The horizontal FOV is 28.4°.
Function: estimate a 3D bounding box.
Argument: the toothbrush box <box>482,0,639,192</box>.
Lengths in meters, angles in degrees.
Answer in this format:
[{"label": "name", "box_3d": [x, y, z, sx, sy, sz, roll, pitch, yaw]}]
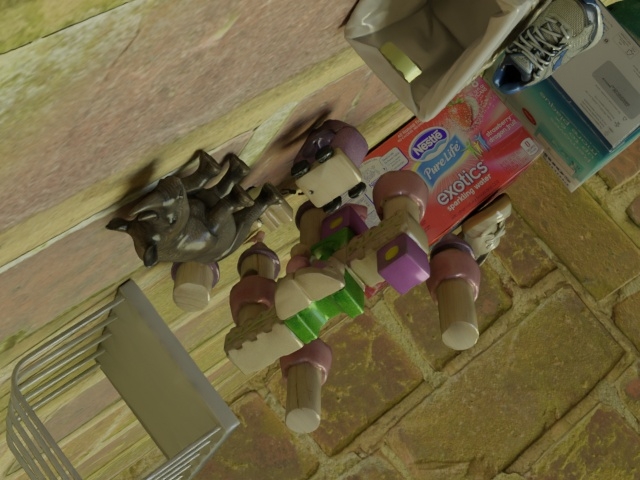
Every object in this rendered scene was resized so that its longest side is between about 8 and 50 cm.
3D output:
[{"label": "toothbrush box", "box_3d": [0.345, -0.208, 1.733, 0.126, 0.216, 0.295, -39, 174, -3]}]

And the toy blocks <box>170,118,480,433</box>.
[{"label": "toy blocks", "box_3d": [0.000, 0.000, 1.469, 0.288, 0.309, 0.260, -30, -151, 21]}]

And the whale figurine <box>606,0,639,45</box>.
[{"label": "whale figurine", "box_3d": [0.447, -0.279, 1.879, 0.141, 0.216, 0.272, -40, -164, -5]}]

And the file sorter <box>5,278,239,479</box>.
[{"label": "file sorter", "box_3d": [-0.239, 0.206, 1.416, 0.173, 0.193, 0.278, -34, 171, -24]}]

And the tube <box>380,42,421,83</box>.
[{"label": "tube", "box_3d": [0.156, -0.243, 1.200, 0.240, 0.062, 0.070, -42, -175, 6]}]

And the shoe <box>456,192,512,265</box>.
[{"label": "shoe", "box_3d": [0.235, -0.011, 1.792, 0.076, 0.058, 0.219, -38, 174, -14]}]

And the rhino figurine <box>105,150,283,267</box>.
[{"label": "rhino figurine", "box_3d": [-0.116, -0.021, 1.125, 0.106, 0.073, 0.243, -44, 170, 12]}]

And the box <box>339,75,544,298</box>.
[{"label": "box", "box_3d": [0.141, -0.075, 1.766, 0.300, 0.154, 0.142, -39, 174, -15]}]

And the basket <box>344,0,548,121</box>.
[{"label": "basket", "box_3d": [0.115, -0.199, 1.050, 0.103, 0.113, 0.167, -37, 172, -36]}]

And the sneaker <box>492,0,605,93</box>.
[{"label": "sneaker", "box_3d": [0.182, -0.156, 1.028, 0.058, 0.052, 0.135, -38, 172, -25]}]
